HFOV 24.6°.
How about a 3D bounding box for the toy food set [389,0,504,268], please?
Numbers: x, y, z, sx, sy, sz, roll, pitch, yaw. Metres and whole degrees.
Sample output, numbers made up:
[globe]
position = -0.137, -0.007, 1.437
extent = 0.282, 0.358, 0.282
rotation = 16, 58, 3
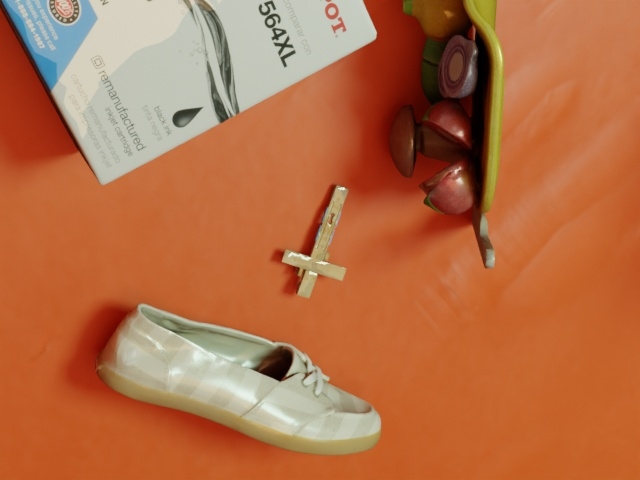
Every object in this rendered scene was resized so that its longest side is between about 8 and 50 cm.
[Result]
[toy food set]
position = 0.083, -0.088, 0.997
extent = 0.071, 0.128, 0.217
rotation = 1, 114, 1

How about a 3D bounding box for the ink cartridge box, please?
[ink cartridge box]
position = -0.088, -0.152, 0.921
extent = 0.203, 0.086, 0.148
rotation = -30, 116, -8

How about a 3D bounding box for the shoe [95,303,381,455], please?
[shoe]
position = -0.047, 0.099, 1.031
extent = 0.219, 0.076, 0.058
rotation = 18, 106, -23

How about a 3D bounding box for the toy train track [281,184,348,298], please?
[toy train track]
position = 0.000, 0.000, 1.050
extent = 0.048, 0.014, 0.083
rotation = 19, 96, -18
